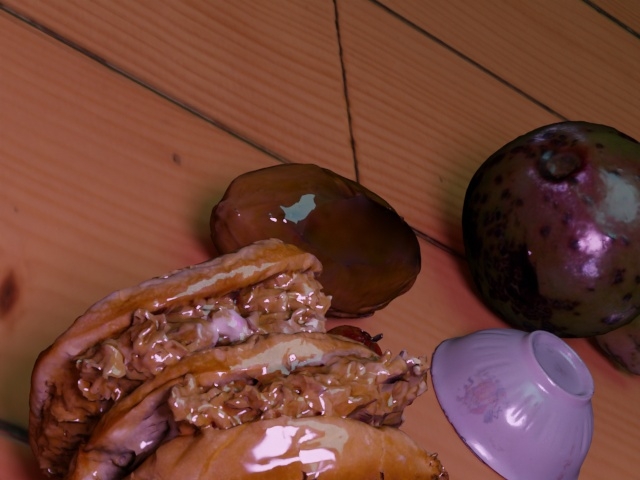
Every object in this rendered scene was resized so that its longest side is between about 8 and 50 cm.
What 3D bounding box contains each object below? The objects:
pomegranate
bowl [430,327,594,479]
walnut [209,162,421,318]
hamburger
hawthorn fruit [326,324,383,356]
[{"bbox_3d":[0.282,0.002,1.533,0.306,0.242,0.242,34,25,-53],"label":"pomegranate"},{"bbox_3d":[0.205,0.143,1.374,0.189,0.086,0.189,31,32,-21],"label":"bowl"},{"bbox_3d":[0.000,0.000,1.276,0.245,0.137,0.137,11,42,-44],"label":"walnut"},{"bbox_3d":[-0.053,0.124,0.911,0.211,0.260,0.245,62,12,28],"label":"hamburger"},{"bbox_3d":[0.017,0.108,1.208,0.077,0.077,0.077,30,32,-21],"label":"hawthorn fruit"}]
